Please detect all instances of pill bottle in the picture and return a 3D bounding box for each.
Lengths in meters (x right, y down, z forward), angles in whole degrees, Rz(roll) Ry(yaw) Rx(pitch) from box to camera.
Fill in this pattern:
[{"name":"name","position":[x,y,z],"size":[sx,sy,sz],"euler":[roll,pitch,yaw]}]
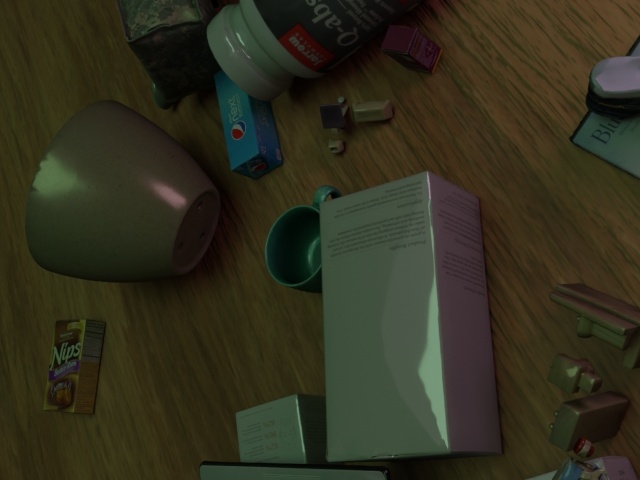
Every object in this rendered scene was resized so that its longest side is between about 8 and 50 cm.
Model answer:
[{"name":"pill bottle","position":[0.002,-0.395,1.276],"size":[0.363,0.210,0.210],"euler":[-32,60,28]}]

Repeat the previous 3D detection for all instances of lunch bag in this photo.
[{"name":"lunch bag","position":[-0.279,-0.443,1.457],"size":[0.169,0.235,0.287],"euler":[-17,71,1]}]

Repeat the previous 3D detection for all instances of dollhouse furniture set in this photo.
[{"name":"dollhouse furniture set","position":[0.305,0.145,0.948],"size":[0.123,0.144,0.151],"euler":[28,111,44]},{"name":"dollhouse furniture set","position":[0.068,-0.203,1.302],"size":[0.114,0.091,0.081],"euler":[-3,33,16]}]

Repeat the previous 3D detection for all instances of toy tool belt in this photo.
[{"name":"toy tool belt","position":[0.280,0.256,0.838],"size":[0.051,0.052,0.083],"euler":[29,100,9]}]

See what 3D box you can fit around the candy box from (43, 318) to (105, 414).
[{"name":"candy box","position":[-0.503,0.256,1.602],"size":[0.109,0.053,0.187],"euler":[-6,73,38]}]

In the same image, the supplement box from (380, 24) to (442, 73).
[{"name":"supplement box","position":[0.142,-0.296,1.219],"size":[0.055,0.083,0.043],"euler":[23,93,39]}]

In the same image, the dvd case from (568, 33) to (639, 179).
[{"name":"dvd case","position":[0.458,-0.144,0.965],"size":[0.253,0.022,0.180],"euler":[40,104,38]}]

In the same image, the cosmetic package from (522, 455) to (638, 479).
[{"name":"cosmetic package","position":[0.257,0.329,0.936],"size":[0.231,0.117,0.085],"euler":[-27,62,29]}]

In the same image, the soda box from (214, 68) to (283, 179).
[{"name":"soda box","position":[-0.132,-0.222,1.427],"size":[0.071,0.067,0.210],"euler":[-28,62,31]}]

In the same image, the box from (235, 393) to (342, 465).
[{"name":"box","position":[-0.045,0.332,1.190],"size":[0.130,0.091,0.170],"euler":[-23,64,32]}]

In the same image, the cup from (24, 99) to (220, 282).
[{"name":"cup","position":[-0.321,-0.057,1.407],"size":[0.237,0.331,0.331],"euler":[21,91,13]}]

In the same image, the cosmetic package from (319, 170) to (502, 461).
[{"name":"cosmetic package","position":[0.117,0.113,1.081],"size":[0.197,0.155,0.366],"euler":[-13,71,36]}]

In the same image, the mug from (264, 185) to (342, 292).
[{"name":"mug","position":[0.001,0.009,1.239],"size":[0.158,0.097,0.129],"euler":[-42,55,21]}]

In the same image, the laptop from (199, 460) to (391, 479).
[{"name":"laptop","position":[-0.101,0.507,0.982],"size":[0.382,0.236,0.408],"euler":[-14,80,43]}]

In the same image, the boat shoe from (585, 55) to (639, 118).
[{"name":"boat shoe","position":[0.419,-0.188,0.959],"size":[0.183,0.083,0.065],"euler":[3,78,11]}]

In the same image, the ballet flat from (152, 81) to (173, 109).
[{"name":"ballet flat","position":[-0.292,-0.371,1.594],"size":[0.068,0.072,0.213],"euler":[0,77,34]}]
